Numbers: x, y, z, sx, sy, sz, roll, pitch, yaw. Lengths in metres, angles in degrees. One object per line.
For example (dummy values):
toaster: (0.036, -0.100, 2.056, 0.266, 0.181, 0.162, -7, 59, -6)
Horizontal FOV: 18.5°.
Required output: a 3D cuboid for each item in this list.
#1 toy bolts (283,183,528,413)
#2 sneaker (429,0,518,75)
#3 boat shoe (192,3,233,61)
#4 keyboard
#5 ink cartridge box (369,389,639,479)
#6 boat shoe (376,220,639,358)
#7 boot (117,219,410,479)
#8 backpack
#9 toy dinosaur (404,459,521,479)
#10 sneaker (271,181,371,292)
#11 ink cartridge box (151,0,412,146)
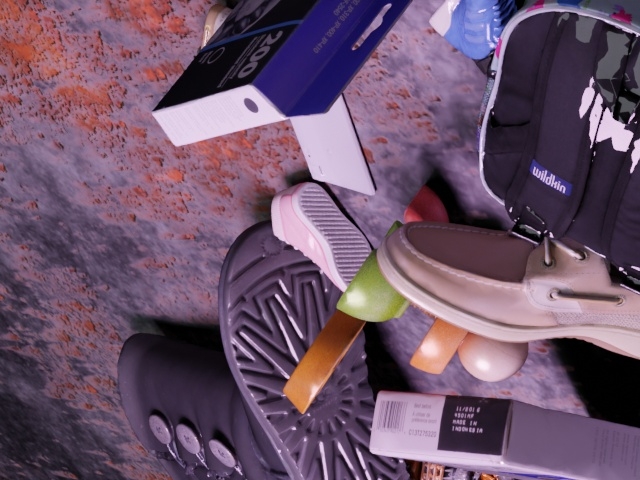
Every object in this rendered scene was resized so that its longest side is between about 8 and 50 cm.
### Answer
toy bolts: (0.098, 0.079, 1.742, 0.158, 0.228, 0.218, 34, 121, 3)
sneaker: (0.141, -0.176, 1.512, 0.084, 0.058, 0.152, 45, 156, 4)
boat shoe: (-0.093, -0.168, 1.822, 0.045, 0.050, 0.135, 37, 141, 13)
keyboard: (-0.010, -0.141, 1.797, 0.072, 0.014, 0.256, 12, 141, 33)
ink cartridge box: (0.239, 0.198, 1.793, 0.371, 0.069, 0.176, 18, 168, -37)
boat shoe: (0.195, 0.022, 1.582, 0.302, 0.109, 0.098, 13, 123, -15)
boot: (-0.099, 0.142, 2.179, 0.445, 0.146, 0.367, 9, 119, 64)
backpack: (0.234, -0.105, 1.366, 0.225, 0.191, 0.253, 28, 156, 16)
toy dinosaur: (0.190, 0.308, 2.057, 0.322, 0.164, 0.218, 43, 143, 44)
sneaker: (0.000, 0.000, 1.940, 0.070, 0.051, 0.134, -4, 125, 54)
ink cartridge box: (-0.015, -0.170, 1.559, 0.208, 0.206, 0.045, -6, 131, 52)
